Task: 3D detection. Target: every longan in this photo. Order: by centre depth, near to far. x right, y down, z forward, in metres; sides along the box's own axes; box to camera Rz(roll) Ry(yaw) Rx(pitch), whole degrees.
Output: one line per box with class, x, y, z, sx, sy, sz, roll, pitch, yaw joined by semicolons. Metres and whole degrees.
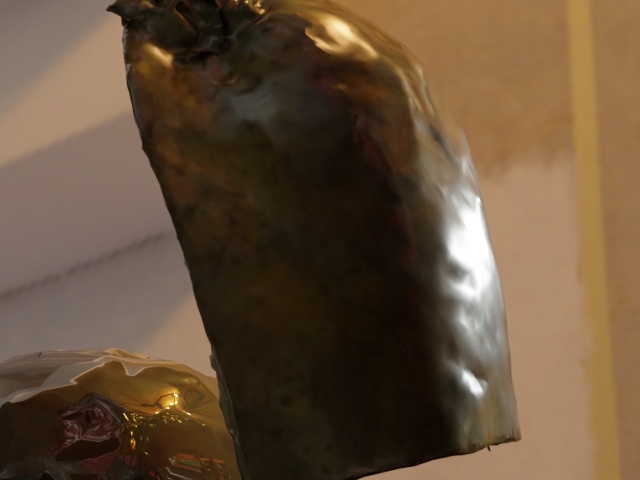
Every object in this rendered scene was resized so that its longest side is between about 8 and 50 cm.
longan;-0.167;0.265;1.339;0.391;0.391;0.391;-22;-138;21

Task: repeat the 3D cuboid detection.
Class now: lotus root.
lotus root;-0.004;-0.010;0.902;0.149;0.267;0.260;-13;-98;-5
